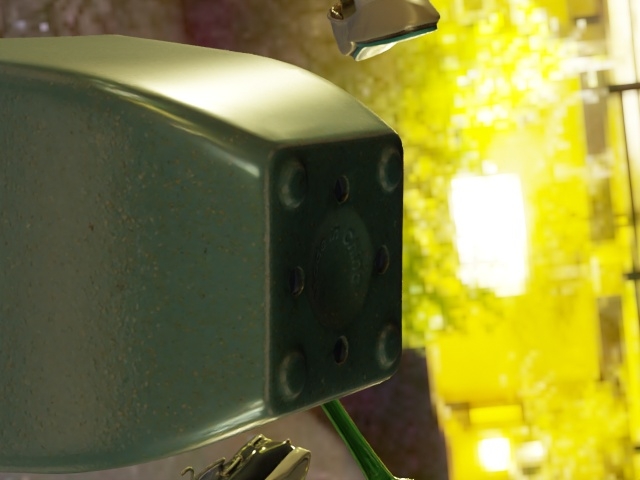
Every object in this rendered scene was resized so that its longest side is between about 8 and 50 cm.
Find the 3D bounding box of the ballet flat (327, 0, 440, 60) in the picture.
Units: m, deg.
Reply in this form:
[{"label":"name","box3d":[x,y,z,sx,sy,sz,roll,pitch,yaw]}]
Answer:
[{"label":"ballet flat","box3d":[0.056,-0.233,1.768,0.248,0.086,0.086,180,84,-77]}]

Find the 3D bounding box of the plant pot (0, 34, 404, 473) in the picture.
[{"label":"plant pot","box3d":[-0.091,0.006,1.016,0.247,0.252,0.248,-12,-76,-56]}]

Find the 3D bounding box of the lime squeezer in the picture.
[{"label":"lime squeezer","box3d":[0.080,0.229,1.322,0.310,0.058,0.110,58,164,29]}]

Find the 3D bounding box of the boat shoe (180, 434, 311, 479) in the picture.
[{"label":"boat shoe","box3d":[-0.097,0.270,1.818,0.254,0.079,0.095,-38,-36,-54]}]
